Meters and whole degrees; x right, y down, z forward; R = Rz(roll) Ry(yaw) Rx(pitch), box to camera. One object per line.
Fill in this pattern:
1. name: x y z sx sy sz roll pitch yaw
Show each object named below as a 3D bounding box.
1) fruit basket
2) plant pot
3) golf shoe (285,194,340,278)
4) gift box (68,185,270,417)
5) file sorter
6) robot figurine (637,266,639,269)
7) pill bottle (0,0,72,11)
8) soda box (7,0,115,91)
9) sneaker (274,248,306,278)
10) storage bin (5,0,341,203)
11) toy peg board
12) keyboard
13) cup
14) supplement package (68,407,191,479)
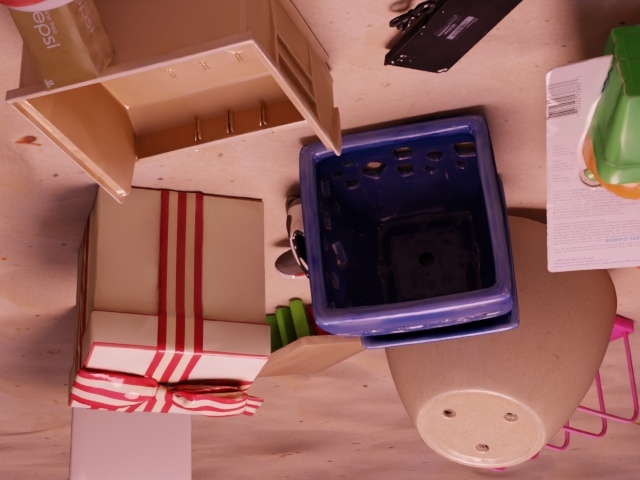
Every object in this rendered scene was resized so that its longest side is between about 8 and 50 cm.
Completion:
1. fruit basket: 0.411 -0.094 1.570 0.327 0.165 0.353 -6 146 6
2. plant pot: 0.120 0.005 1.722 0.235 0.236 0.212 -10 160 14
3. golf shoe: 0.006 0.033 1.829 0.077 0.094 0.198 -21 121 22
4. gift box: -0.195 0.107 1.854 0.255 0.258 0.276 4 152 -11
5. file sorter: 0.328 0.234 2.236 0.202 0.182 0.290 19 146 -36
6. robot figurine: 0.531 0.063 1.975 0.128 0.158 0.219 -34 143 20
7. pill bottle: -0.300 -0.333 1.018 0.210 0.210 0.363 -20 149 31
8. soda box: -0.253 -0.231 1.294 0.058 0.061 0.181 -12 119 17
9. sneaker: 0.000 0.000 1.900 0.158 0.061 0.065 -20 127 24
10. storage bin: -0.142 -0.160 1.475 0.262 0.123 0.260 -12 152 17
11. toy peg board: -0.022 0.147 2.173 0.160 0.079 0.161 0 159 -42
12. keyboard: 0.130 -0.231 1.471 0.108 0.023 0.180 5 152 -29
13. cup: 0.229 0.163 1.912 0.331 0.237 0.331 7 136 7
14. supplement package: -0.281 0.265 2.121 0.177 0.293 0.175 2 153 -7
